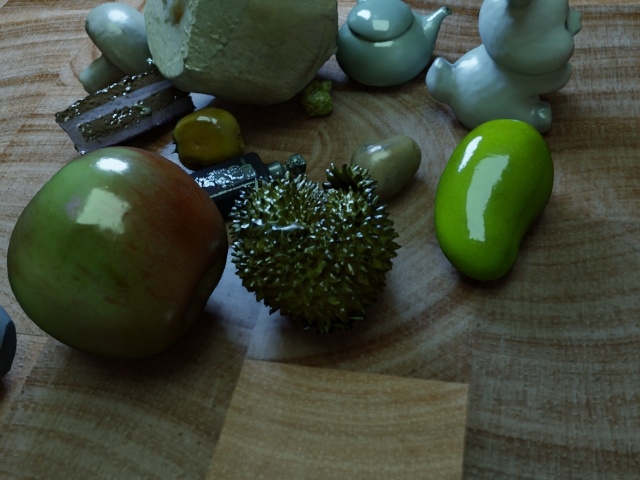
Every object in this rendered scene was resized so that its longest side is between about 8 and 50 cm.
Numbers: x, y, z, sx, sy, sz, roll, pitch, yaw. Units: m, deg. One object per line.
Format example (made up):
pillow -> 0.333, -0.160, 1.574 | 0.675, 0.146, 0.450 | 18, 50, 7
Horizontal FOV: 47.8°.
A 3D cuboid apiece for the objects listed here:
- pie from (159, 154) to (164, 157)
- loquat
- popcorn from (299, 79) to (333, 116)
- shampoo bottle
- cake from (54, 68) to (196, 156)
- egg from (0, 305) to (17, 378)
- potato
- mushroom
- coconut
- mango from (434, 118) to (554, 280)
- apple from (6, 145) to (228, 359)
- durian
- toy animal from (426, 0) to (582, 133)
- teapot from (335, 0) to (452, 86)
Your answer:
pie -> -0.358, -0.101, 1.304 | 0.186, 0.041, 0.187 | -27, 17, 9
loquat -> -0.211, -0.185, 1.355 | 0.137, 0.137, 0.113 | -7, 33, 4
popcorn -> -0.003, -0.286, 1.456 | 0.068, 0.059, 0.083 | 36, 63, -11
shampoo bottle -> -0.174, -0.089, 1.297 | 0.309, 0.071, 0.098 | -20, 41, -10
cake -> -0.394, -0.256, 1.465 | 0.295, 0.116, 0.112 | -32, 5, -29
egg -> -0.577, 0.151, 1.066 | 0.231, 0.176, 0.176 | -1, 46, -6
potato -> 0.110, -0.130, 1.261 | 0.147, 0.112, 0.112 | -33, 50, -29
mushroom -> -0.431, -0.409, 1.554 | 0.209, 0.206, 0.206 | -27, 49, -13
coconut -> -0.127, -0.454, 1.418 | 0.404, 0.405, 0.405 | -5, 47, 5
mango -> 0.273, -0.068, 1.155 | 0.175, 0.143, 0.293 | 15, 62, 15
apple -> -0.284, 0.023, 1.060 | 0.277, 0.319, 0.319 | 38, 60, 4
durian -> -0.011, 0.004, 1.077 | 0.258, 0.258, 0.293 | -13, 31, -2
toy animal -> 0.327, -0.363, 1.270 | 0.241, 0.368, 0.196 | 4, 50, -1
teapot -> 0.104, -0.453, 1.528 | 0.219, 0.149, 0.318 | -32, 51, -21
